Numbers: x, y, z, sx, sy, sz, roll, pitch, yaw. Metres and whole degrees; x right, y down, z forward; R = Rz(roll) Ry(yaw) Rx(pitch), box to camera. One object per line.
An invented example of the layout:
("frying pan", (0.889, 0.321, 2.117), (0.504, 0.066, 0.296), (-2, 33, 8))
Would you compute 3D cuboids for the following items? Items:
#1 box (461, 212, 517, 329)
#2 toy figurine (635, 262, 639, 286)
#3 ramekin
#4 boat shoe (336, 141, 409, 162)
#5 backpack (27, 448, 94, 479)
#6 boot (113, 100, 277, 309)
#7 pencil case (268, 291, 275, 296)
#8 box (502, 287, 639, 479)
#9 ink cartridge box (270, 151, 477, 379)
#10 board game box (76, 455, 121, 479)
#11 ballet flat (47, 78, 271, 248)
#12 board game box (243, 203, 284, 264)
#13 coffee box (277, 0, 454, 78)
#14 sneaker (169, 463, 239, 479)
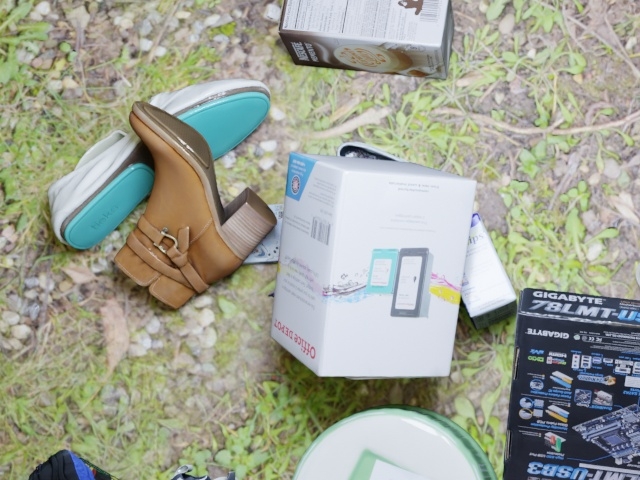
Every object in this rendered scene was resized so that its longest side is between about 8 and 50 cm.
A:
("box", (0.224, 0.046, 1.589), (0.072, 0.126, 0.137), (-23, 74, 5))
("toy figurine", (0.564, 0.064, 1.525), (0.209, 0.148, 0.213), (-29, 72, -4))
("ramekin", (0.097, 0.371, 1.520), (0.303, 0.148, 0.303), (-2, 76, 9))
("boat shoe", (0.118, -0.079, 1.659), (0.227, 0.081, 0.079), (28, 83, 15))
("backpack", (-0.366, 0.372, 1.597), (0.098, 0.101, 0.120), (-36, 41, -4))
("boot", (-0.231, -0.048, 1.649), (0.220, 0.109, 0.283), (-40, 109, 17))
("pencil case", (0.000, 0.000, 1.643), (0.095, 0.098, 0.209), (19, 90, -27))
("box", (0.396, 0.217, 1.462), (0.295, 0.073, 0.293), (5, 121, 12))
("ink cartridge box", (0.064, 0.031, 1.508), (0.197, 0.198, 0.270), (3, 100, -23))
("board game box", (-0.370, 0.466, 1.640), (0.136, 0.030, 0.260), (26, 82, 12))
("ballet flat", (-0.266, -0.149, 1.727), (0.400, 0.139, 0.139), (-37, 74, 0))
("board game box", (-0.096, -0.009, 1.710), (0.090, 0.020, 0.090), (-3, 77, 9))
("coffee box", (0.074, -0.324, 1.695), (0.246, 0.141, 0.098), (7, 78, 12))
("sneaker", (-0.142, 0.412, 1.578), (0.235, 0.094, 0.153), (35, 93, 25))
